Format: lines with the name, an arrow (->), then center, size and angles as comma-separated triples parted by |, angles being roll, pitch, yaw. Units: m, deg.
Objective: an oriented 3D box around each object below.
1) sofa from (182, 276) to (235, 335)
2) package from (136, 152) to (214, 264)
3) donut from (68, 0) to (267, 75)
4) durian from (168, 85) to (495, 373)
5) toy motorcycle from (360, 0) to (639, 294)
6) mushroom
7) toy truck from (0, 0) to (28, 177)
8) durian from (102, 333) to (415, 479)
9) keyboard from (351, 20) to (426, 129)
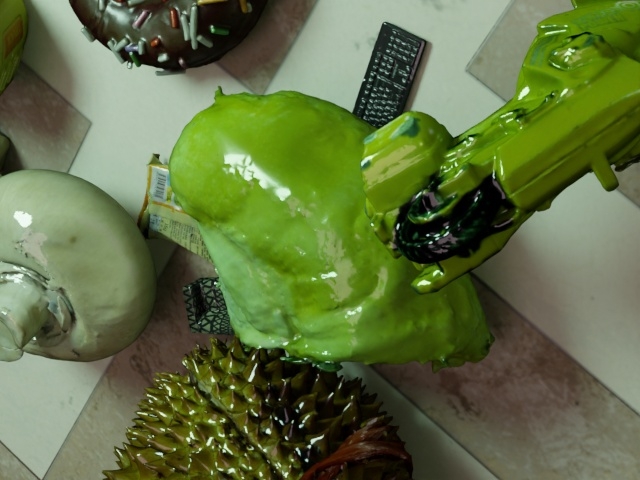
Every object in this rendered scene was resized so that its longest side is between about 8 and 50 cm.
sofa -> -0.094, 0.073, 1.315 | 0.118, 0.039, 0.060 | 0, 106, 29
package -> -0.150, -0.034, 1.315 | 0.121, 0.031, 0.108 | 18, 114, 22
donut -> -0.164, -0.298, 1.190 | 0.270, 0.103, 0.269 | 11, 113, 28
durian -> 0.000, 0.000, 1.128 | 0.256, 0.204, 0.339 | -17, 103, 19
toy motorcycle -> 0.186, -0.103, 0.971 | 0.342, 0.206, 0.142 | -35, 103, 3
mushroom -> -0.306, 0.044, 1.319 | 0.246, 0.202, 0.246 | 12, 132, 14
toy truck -> -0.476, -0.133, 1.364 | 0.254, 0.180, 0.405 | 21, 118, -11
durian -> -0.055, 0.289, 1.202 | 0.384, 0.348, 0.347 | 49, 132, 50
keyboard -> 0.060, -0.138, 1.170 | 0.053, 0.010, 0.155 | 28, 119, 20
